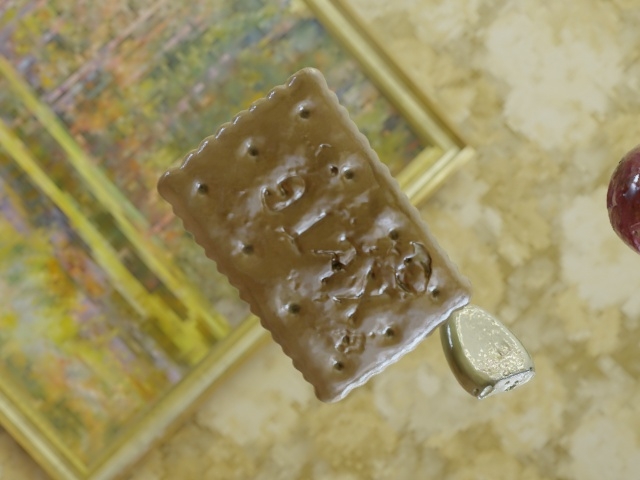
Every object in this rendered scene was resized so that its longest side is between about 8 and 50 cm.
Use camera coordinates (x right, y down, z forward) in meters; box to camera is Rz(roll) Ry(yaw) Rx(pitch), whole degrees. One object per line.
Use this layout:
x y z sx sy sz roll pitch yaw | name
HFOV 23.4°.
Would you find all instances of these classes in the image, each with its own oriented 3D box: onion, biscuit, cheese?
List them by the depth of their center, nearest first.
0.000 0.000 1.641 0.325 0.217 0.044 54 -4 -16 | biscuit
0.162 0.092 1.750 0.192 0.097 0.037 58 -34 29 | cheese
0.450 -0.051 1.954 0.177 0.177 0.153 44 -7 10 | onion
